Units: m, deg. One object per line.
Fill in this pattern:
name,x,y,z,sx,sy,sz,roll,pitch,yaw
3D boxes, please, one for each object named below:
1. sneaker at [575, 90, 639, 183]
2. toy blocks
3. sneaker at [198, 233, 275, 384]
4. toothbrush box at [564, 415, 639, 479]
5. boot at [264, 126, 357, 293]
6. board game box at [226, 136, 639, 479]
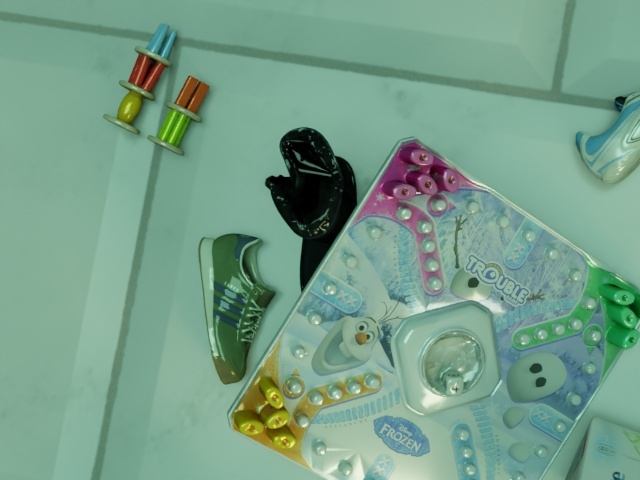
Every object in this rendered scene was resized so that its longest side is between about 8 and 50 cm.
sneaker,0.415,-0.165,1.309,0.237,0.085,0.086,-36,74,2
toy blocks,-0.201,-0.202,1.422,0.123,0.054,0.148,25,90,11
sneaker,-0.099,0.082,1.378,0.086,0.064,0.192,-11,81,13
toothbrush box,0.406,0.346,1.197,0.283,0.206,0.122,19,126,11
boot,0.000,0.000,1.297,0.094,0.207,0.246,-5,85,11
board game box,0.153,0.142,1.254,0.390,0.050,0.390,32,91,-18
